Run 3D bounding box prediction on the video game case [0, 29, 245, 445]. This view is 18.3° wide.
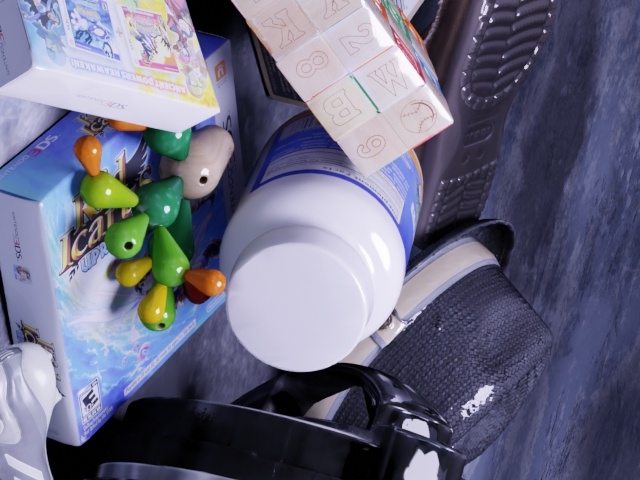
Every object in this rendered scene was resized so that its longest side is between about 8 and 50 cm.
[{"bbox_3d":[-0.156,-0.006,1.637,0.269,0.061,0.244,-47,142,-43],"label":"video game case"}]

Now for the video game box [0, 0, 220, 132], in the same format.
[{"bbox_3d":[-0.168,-0.177,1.390,0.205,0.048,0.187,10,56,-56],"label":"video game box"}]

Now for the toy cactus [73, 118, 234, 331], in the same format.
[{"bbox_3d":[-0.110,-0.042,1.546,0.180,0.112,0.219,-52,137,-54],"label":"toy cactus"}]

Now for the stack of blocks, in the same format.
[{"bbox_3d":[-0.019,-0.214,1.586,0.297,0.087,0.171,52,12,-27],"label":"stack of blocks"}]

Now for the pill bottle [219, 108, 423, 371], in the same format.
[{"bbox_3d":[0.000,0.000,1.646,0.272,0.152,0.152,-72,166,-65],"label":"pill bottle"}]

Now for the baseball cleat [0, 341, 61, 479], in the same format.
[{"bbox_3d":[-0.255,0.177,1.557,0.109,0.072,0.206,-19,121,-41],"label":"baseball cleat"}]

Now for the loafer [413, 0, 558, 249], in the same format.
[{"bbox_3d":[0.124,-0.168,1.995,0.134,0.130,0.366,-13,129,-48],"label":"loafer"}]

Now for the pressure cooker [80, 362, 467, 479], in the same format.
[{"bbox_3d":[-0.038,0.305,1.677,0.375,0.370,0.420,50,54,-64],"label":"pressure cooker"}]

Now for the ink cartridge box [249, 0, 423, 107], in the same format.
[{"bbox_3d":[0.024,-0.264,1.818,0.235,0.088,0.193,-57,151,-30],"label":"ink cartridge box"}]

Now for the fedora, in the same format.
[{"bbox_3d":[0.125,0.141,2.060,0.334,0.152,0.334,-40,159,-19],"label":"fedora"}]
